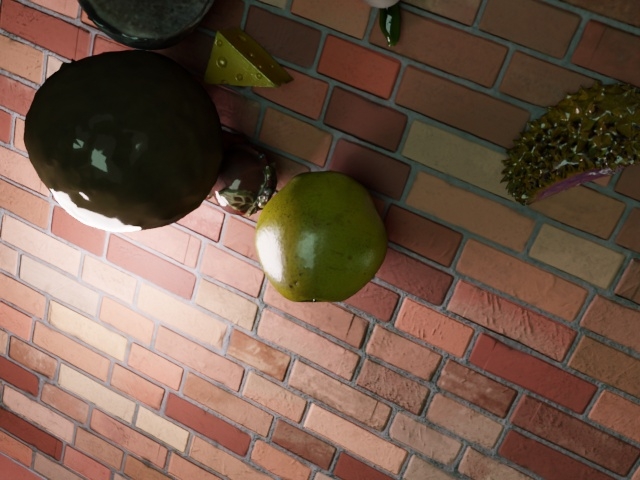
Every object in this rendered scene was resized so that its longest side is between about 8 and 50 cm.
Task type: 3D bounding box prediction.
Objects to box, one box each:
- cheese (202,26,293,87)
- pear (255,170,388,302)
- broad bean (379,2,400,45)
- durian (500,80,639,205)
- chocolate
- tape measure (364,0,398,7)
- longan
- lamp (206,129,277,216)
[{"bbox_3d":[-0.151,-0.374,1.594,0.171,0.093,0.126,27,117,10],"label":"cheese"},{"bbox_3d":[0.000,0.000,1.573,0.294,0.294,0.294,8,112,20],"label":"pear"},{"bbox_3d":[0.149,-0.505,1.447,0.069,0.039,0.226,19,113,15],"label":"broad bean"},{"bbox_3d":[0.491,-0.185,1.384,0.341,0.112,0.191,-19,103,30],"label":"durian"},{"bbox_3d":[-0.368,-0.539,1.554,0.303,0.213,0.303,1,86,-10],"label":"chocolate"},{"bbox_3d":[0.110,-0.587,1.355,0.265,0.130,0.258,38,103,23],"label":"tape measure"},{"bbox_3d":[-0.419,-0.219,1.557,0.436,0.404,0.403,43,132,54],"label":"longan"},{"bbox_3d":[-0.193,-0.136,1.686,0.215,0.151,0.223,-50,43,24],"label":"lamp"}]
